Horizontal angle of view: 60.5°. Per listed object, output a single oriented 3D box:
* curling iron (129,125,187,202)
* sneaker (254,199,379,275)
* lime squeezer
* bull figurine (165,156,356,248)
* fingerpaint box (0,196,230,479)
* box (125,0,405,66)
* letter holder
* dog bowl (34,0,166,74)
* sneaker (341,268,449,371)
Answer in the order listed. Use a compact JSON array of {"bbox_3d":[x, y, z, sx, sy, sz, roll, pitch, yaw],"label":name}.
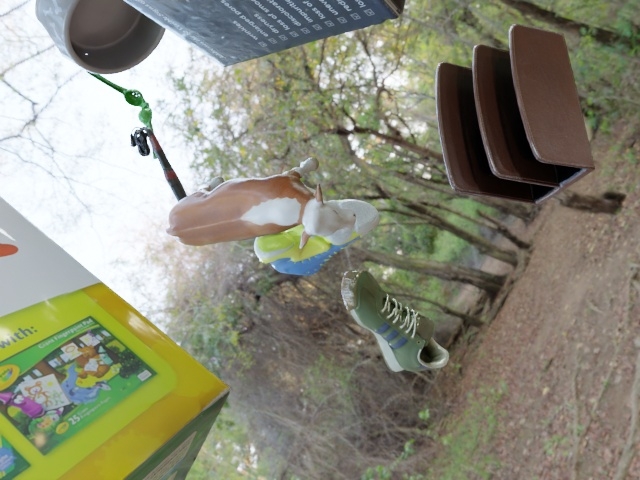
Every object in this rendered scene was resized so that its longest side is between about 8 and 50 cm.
[{"bbox_3d":[-0.359,-0.148,1.295,0.273,0.068,0.035,61,-138,-24],"label":"curling iron"},{"bbox_3d":[0.000,0.000,1.049,0.126,0.240,0.091,66,-167,-57],"label":"sneaker"},{"bbox_3d":[-0.540,-0.384,1.609,0.059,0.310,0.110,-33,7,22],"label":"lime squeezer"},{"bbox_3d":[-0.091,-0.056,0.868,0.188,0.311,0.101,-57,-40,-63],"label":"bull figurine"},{"bbox_3d":[-0.339,0.126,0.283,0.445,0.371,0.163,-35,-23,-56],"label":"fingerpaint box"},{"bbox_3d":[-0.159,-0.560,0.891,0.480,0.472,0.297,25,-107,-45],"label":"box"},{"bbox_3d":[0.347,-0.243,1.031,0.152,0.215,0.301,129,144,-62],"label":"letter holder"},{"bbox_3d":[-0.554,-0.593,1.444,0.349,0.102,0.348,-40,-18,-16],"label":"dog bowl"},{"bbox_3d":[0.106,0.105,0.712,0.192,0.086,0.064,57,-137,-33],"label":"sneaker"}]
